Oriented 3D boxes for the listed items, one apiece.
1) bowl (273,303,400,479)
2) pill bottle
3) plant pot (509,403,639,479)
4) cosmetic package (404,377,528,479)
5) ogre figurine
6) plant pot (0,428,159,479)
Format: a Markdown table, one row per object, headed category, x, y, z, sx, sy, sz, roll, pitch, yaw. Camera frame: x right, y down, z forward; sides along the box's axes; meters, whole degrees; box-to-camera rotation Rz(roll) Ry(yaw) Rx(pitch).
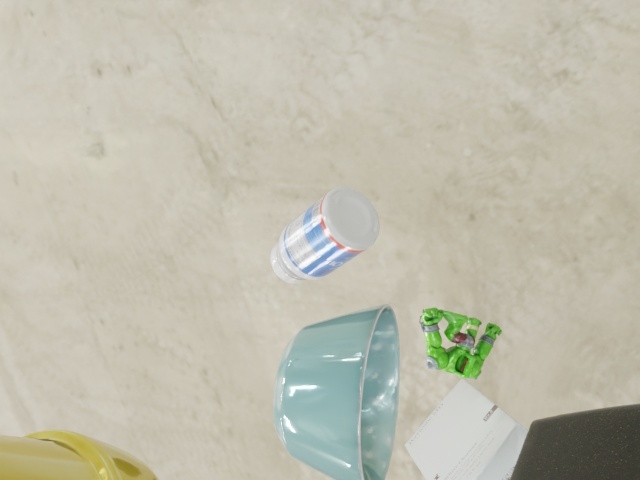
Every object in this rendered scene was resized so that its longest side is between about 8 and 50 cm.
| category | x | y | z | sx | sy | sz | roll | pitch | yaw |
| --- | --- | --- | --- | --- | --- | --- | --- | --- | --- |
| bowl | 0.026 | 0.255 | 1.316 | 0.163 | 0.311 | 0.311 | 2 | 119 | 17 |
| pill bottle | 0.000 | 0.000 | 1.482 | 0.124 | 0.124 | 0.221 | 57 | 139 | 2 |
| plant pot | 0.202 | 0.211 | 0.497 | 0.167 | 0.188 | 0.187 | 7 | 126 | 29 |
| cosmetic package | 0.326 | 0.442 | 1.620 | 0.156 | 0.217 | 0.385 | 41 | 177 | -7 |
| ogre figurine | 0.266 | 0.202 | 1.542 | 0.097 | 0.197 | 0.118 | 9 | 82 | 36 |
| plant pot | -0.294 | 0.272 | 0.686 | 0.254 | 0.254 | 0.239 | 20 | 163 | 38 |
